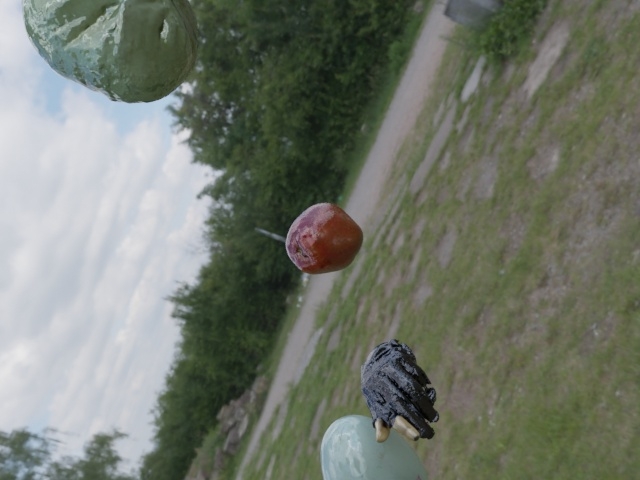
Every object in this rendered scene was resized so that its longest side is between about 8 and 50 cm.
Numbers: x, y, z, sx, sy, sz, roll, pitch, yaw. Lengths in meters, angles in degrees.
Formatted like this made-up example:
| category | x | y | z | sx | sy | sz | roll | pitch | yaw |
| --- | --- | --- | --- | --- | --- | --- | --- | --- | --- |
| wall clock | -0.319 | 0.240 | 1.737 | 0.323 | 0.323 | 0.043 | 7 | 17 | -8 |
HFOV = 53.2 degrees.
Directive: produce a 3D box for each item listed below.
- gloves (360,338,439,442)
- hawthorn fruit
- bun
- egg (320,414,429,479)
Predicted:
| category | x | y | z | sx | sy | sz | roll | pitch | yaw |
| --- | --- | --- | --- | --- | --- | --- | --- | --- | --- |
| gloves | 0.129 | 0.264 | 1.088 | 0.129 | 0.106 | 0.180 | -28 | 25 | 0 |
| hawthorn fruit | 0.000 | 0.000 | 1.169 | 0.138 | 0.133 | 0.132 | -17 | -43 | -51 |
| bun | -0.223 | -0.251 | 0.712 | 0.118 | 0.196 | 0.195 | -39 | 29 | 46 |
| egg | 0.099 | 0.441 | 1.192 | 0.183 | 0.264 | 0.183 | -31 | 14 | 8 |
